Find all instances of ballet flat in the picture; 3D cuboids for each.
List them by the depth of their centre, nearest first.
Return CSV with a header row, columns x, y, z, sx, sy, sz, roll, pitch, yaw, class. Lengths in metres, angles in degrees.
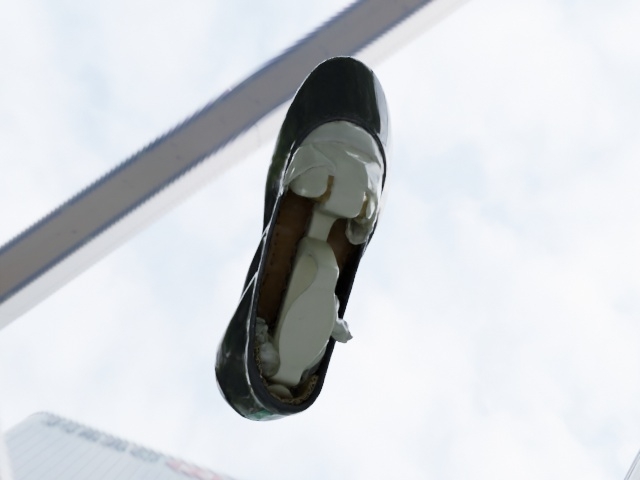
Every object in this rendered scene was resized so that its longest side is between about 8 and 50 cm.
x,y,z,sx,sy,sz,roll,pitch,yaw,class
0.000,0.000,0.663,0.074,0.074,0.203,18,-93,2,ballet flat

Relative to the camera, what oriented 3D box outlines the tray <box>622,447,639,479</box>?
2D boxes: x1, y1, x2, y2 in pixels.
x,y,z,sx,sy,sz,roll,pitch,yaw,class
0.234,0.086,0.614,0.145,0.030,0.270,37,-68,41,tray
